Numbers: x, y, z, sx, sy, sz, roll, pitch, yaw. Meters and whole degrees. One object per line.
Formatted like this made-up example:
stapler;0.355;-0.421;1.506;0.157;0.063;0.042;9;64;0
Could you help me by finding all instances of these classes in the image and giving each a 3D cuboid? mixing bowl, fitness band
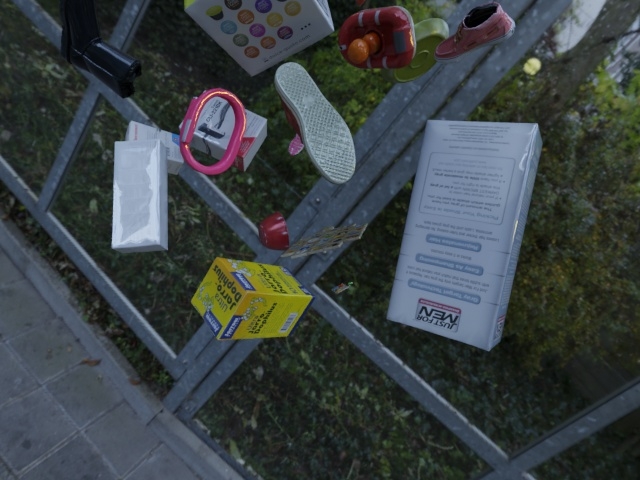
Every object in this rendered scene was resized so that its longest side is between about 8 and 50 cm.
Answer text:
mixing bowl;-0.213;-0.031;1.803;0.098;0.181;0.181;-14;51;-20
fitness band;-0.364;-0.369;1.410;0.054;0.291;0.209;20;-1;42

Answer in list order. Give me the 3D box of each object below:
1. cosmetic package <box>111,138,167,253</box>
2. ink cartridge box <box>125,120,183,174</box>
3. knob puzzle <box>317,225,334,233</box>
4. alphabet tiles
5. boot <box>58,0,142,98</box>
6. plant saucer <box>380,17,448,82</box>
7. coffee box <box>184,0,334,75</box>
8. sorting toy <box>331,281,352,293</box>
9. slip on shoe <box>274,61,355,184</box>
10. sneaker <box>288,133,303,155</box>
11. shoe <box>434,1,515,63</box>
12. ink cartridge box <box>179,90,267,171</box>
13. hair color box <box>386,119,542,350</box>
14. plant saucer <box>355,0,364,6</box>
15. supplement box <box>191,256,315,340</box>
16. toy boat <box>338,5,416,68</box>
cosmetic package;-0.385;-0.096;0.889;0.060;0.098;0.239;90;-5;-76
ink cartridge box;-0.648;-0.358;1.607;0.203;0.086;0.148;11;53;-34
knob puzzle;0.000;0.000;2.042;0.030;0.213;0.213;52;20;-15
alphabet tiles;0.021;-0.003;1.482;0.342;0.285;0.011;-47;122;-71
boot;-0.571;-0.527;1.095;0.207;0.246;0.094;31;41;-6
plant saucer;0.304;-0.582;1.303;0.241;0.241;0.037;0;58;-57
coffee box;-0.200;-0.818;1.318;0.334;0.337;0.338;30;46;-57
sorting toy;0.089;0.186;1.671;0.062;0.083;0.012;19;-47;65
slip on shoe;-0.014;-0.288;1.047;0.331;0.123;0.101;60;-11;6
sneaker;-0.107;-0.455;1.952;0.063;0.075;0.170;20;61;-3
shoe;0.309;-0.441;0.878;0.081;0.178;0.064;16;77;-43
ink cartridge box;-0.370;-0.421;1.588;0.272;0.197;0.114;25;-21;2
hair color box;0.260;-0.016;0.749;0.185;0.375;0.113;13;2;32
plant saucer;0.165;-1.130;1.636;0.047;0.258;0.259;14;-14;33
supplement box;-0.223;0.206;1.436;0.194;0.195;0.356;41;16;33
toy boat;0.130;-0.522;1.101;0.231;0.151;0.151;25;-36;46
